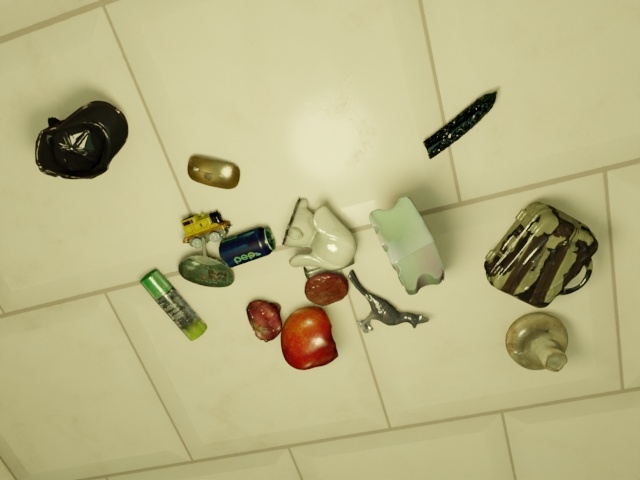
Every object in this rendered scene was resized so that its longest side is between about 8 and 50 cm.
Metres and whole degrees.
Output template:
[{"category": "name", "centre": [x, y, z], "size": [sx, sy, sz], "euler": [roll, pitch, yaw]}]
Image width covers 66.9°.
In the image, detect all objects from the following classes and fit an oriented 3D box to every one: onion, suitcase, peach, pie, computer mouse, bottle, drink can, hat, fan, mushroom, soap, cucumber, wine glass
[{"category": "onion", "centre": [-0.215, 0.314, 1.969], "size": [0.147, 0.184, 0.183], "euler": [-34, 112, -27]}, {"category": "suitcase", "centre": [0.803, 0.066, 1.746], "size": [0.339, 0.194, 0.351], "euler": [24, 114, -13]}, {"category": "peach", "centre": [-0.038, 0.392, 1.895], "size": [0.248, 0.275, 0.245], "euler": [46, 72, -6]}, {"category": "pie", "centre": [0.024, 0.193, 1.910], "size": [0.183, 0.049, 0.182], "euler": [-5, 134, -5]}, {"category": "computer mouse", "centre": [-0.396, -0.252, 1.789], "size": [0.199, 0.045, 0.102], "euler": [14, 111, -2]}, {"category": "bottle", "centre": [-0.605, 0.267, 2.002], "size": [0.093, 0.093, 0.330], "euler": [-30, 108, 16]}, {"category": "drink can", "centre": [-0.280, 0.024, 1.858], "size": [0.205, 0.118, 0.118], "euler": [-18, 110, 13]}, {"category": "hat", "centre": [-0.846, -0.368, 1.736], "size": [0.336, 0.209, 0.238], "euler": [-43, 125, 2]}, {"category": "fan", "centre": [-0.428, 0.109, 1.909], "size": [0.223, 0.012, 0.294], "euler": [30, 134, -22]}, {"category": "mushroom", "centre": [0.847, 0.409, 1.868], "size": [0.244, 0.243, 0.243], "euler": [2, 113, 4]}, {"category": "soap", "centre": [0.313, 0.047, 1.692], "size": [0.156, 0.446, 0.261], "euler": [-27, 70, 5]}, {"category": "cucumber", "centre": [0.476, -0.391, 1.639], "size": [0.300, 0.072, 0.072], "euler": [-38, 105, 18]}, {"category": "wine glass", "centre": [0.034, 0.098, 1.894], "size": [0.198, 0.066, 0.066], "euler": [-21, 110, 11]}]

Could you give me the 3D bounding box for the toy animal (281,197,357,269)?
[{"category": "toy animal", "centre": [-0.009, -0.016, 1.786], "size": [0.290, 0.174, 0.248], "euler": [2, 114, 5]}]

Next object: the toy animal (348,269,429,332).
[{"category": "toy animal", "centre": [0.228, 0.286, 1.949], "size": [0.367, 0.081, 0.205], "euler": [32, 116, 0]}]

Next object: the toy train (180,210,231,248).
[{"category": "toy train", "centre": [-0.443, -0.047, 1.859], "size": [0.220, 0.089, 0.127], "euler": [-18, 100, 13]}]
